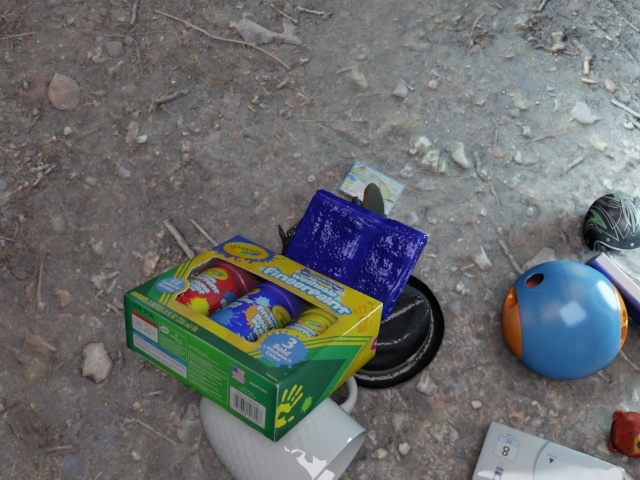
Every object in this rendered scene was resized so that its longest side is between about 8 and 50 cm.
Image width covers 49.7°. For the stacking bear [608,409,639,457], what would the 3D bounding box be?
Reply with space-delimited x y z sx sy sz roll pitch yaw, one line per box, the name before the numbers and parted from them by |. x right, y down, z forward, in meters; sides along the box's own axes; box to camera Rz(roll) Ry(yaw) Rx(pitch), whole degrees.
stacking bear | 0.849 0.480 1.656 0.289 0.164 0.175 6 103 11

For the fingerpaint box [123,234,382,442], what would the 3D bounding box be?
fingerpaint box | -0.149 0.187 1.547 0.445 0.163 0.371 25 35 30

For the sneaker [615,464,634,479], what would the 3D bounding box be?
sneaker | 0.776 0.600 1.636 0.292 0.108 0.169 -25 77 -9

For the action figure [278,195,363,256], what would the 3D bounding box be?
action figure | 0.000 0.000 1.799 0.276 0.141 0.164 -26 81 12

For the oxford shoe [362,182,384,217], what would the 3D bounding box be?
oxford shoe | 0.124 -0.050 1.845 0.076 0.076 0.212 15 73 -43

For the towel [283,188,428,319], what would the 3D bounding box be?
towel | 0.074 0.025 1.659 0.308 0.076 0.227 25 86 20

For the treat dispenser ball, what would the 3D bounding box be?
treat dispenser ball | 0.586 0.191 1.672 0.288 0.288 0.288 1 71 -2

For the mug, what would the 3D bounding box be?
mug | -0.074 0.405 1.594 0.328 0.276 0.374 37 60 20

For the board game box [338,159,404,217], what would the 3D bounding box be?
board game box | 0.141 -0.143 1.908 0.154 0.026 0.103 29 72 8

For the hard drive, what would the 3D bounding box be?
hard drive | 0.796 0.166 1.733 0.040 0.210 0.318 -44 77 5

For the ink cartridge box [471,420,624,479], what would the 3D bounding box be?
ink cartridge box | 0.480 0.648 1.571 0.308 0.091 0.385 17 68 21

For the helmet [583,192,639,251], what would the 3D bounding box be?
helmet | 0.785 -0.043 1.828 0.169 0.161 0.169 1 71 -2

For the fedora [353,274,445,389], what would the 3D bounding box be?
fedora | 0.158 0.207 1.722 0.334 0.152 0.334 1 70 -2
